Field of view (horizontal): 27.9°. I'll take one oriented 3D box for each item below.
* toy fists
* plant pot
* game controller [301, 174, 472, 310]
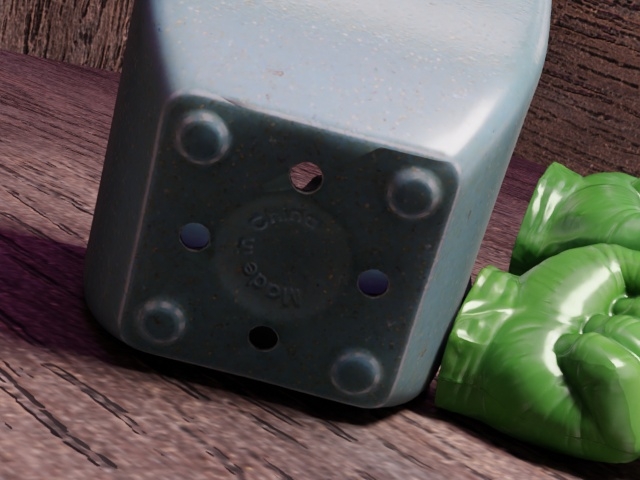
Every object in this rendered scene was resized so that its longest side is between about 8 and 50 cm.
[{"bbox_3d":[0.178,0.032,0.780,0.142,0.096,0.279,17,31,16],"label":"toy fists"},{"bbox_3d":[-0.011,-0.041,0.735,0.247,0.247,0.252,15,26,-2],"label":"plant pot"},{"bbox_3d":[0.000,0.000,1.060,0.166,0.067,0.319,-3,14,-16],"label":"game controller"}]
